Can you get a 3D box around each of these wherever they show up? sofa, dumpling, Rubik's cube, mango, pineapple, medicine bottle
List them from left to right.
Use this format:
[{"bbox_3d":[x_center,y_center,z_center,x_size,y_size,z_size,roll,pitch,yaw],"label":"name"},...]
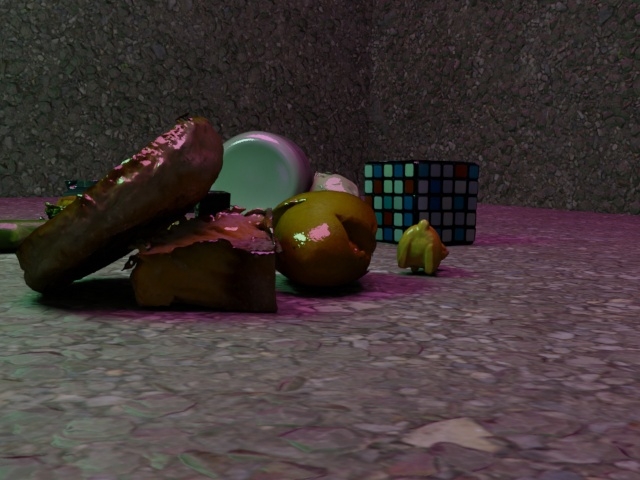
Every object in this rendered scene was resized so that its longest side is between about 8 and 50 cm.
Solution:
[{"bbox_3d":[-0.187,-0.025,1.432,0.060,0.118,0.039,-1,8,-27],"label":"sofa"},{"bbox_3d":[-0.118,0.033,1.012,0.186,0.114,0.236,6,17,35],"label":"pineapple"},{"bbox_3d":[-0.140,-0.151,2.128,0.241,0.241,0.302,2,5,8],"label":"medicine bottle"},{"bbox_3d":[0.000,0.000,1.187,0.167,0.130,0.262,-5,11,-6],"label":"mango"},{"bbox_3d":[0.033,-0.085,2.046,0.118,0.136,0.199,-12,33,-22],"label":"dumpling"},{"bbox_3d":[0.218,-0.087,1.859,0.187,0.184,0.182,-1,6,-35],"label":"Rubik's cube"}]

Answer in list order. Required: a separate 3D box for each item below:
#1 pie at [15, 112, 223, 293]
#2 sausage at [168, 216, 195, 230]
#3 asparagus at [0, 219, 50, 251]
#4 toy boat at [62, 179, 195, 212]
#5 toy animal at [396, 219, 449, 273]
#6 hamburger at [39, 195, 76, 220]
[{"bbox_3d":[-0.247,-0.034,1.057,0.315,0.092,0.315,-37,2,2],"label":"pie"},{"bbox_3d":[-0.215,-0.014,1.593,0.301,0.066,0.066,5,6,32],"label":"sausage"},{"bbox_3d":[-0.518,-0.011,1.496,0.278,0.060,0.067,-2,-4,-40],"label":"asparagus"},{"bbox_3d":[-0.401,-0.067,1.789,0.296,0.122,0.114,2,6,16],"label":"toy boat"},{"bbox_3d":[0.173,0.014,1.373,0.070,0.083,0.159,11,-1,17],"label":"toy animal"},{"bbox_3d":[-0.447,-0.041,1.662,0.189,0.093,0.164,2,7,23],"label":"hamburger"}]
